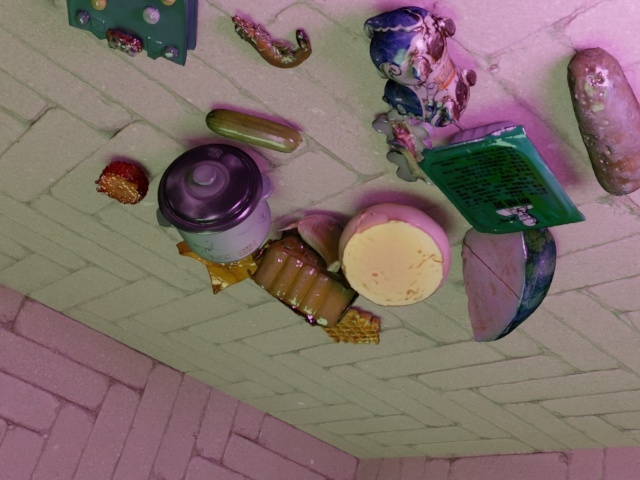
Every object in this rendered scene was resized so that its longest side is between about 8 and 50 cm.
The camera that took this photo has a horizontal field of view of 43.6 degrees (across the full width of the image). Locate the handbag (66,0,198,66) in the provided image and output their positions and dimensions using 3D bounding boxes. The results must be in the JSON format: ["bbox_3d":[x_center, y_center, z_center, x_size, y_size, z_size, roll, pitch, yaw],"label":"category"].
[{"bbox_3d":[-0.378,-0.474,1.595,0.269,0.100,0.274,18,151,-6],"label":"handbag"}]

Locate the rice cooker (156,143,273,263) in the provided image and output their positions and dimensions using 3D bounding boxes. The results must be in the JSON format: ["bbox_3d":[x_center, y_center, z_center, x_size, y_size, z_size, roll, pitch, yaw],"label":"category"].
[{"bbox_3d":[-0.267,-0.095,2.048,0.317,0.264,0.316,-9,152,-5],"label":"rice cooker"}]

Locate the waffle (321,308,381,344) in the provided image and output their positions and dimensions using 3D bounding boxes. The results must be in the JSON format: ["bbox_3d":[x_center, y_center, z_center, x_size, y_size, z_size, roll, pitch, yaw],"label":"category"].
[{"bbox_3d":[0.120,0.302,2.766,0.219,0.057,0.229,-3,147,31],"label":"waffle"}]

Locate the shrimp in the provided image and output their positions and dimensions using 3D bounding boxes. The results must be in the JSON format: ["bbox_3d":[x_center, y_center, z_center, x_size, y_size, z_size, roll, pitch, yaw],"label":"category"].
[{"bbox_3d":[-0.093,-0.411,1.630,0.124,0.034,0.178,-13,142,37],"label":"shrimp"}]

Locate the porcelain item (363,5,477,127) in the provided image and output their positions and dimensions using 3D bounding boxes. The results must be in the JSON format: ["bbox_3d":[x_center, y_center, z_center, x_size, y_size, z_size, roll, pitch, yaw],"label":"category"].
[{"bbox_3d":[0.180,-0.333,1.548,0.186,0.138,0.288,16,162,39],"label":"porcelain item"}]

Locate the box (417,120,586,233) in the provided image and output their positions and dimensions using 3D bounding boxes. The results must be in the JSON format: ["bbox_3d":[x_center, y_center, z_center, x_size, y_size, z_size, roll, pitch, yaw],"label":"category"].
[{"bbox_3d":[0.402,-0.149,1.765,0.264,0.106,0.337,-8,144,38],"label":"box"}]

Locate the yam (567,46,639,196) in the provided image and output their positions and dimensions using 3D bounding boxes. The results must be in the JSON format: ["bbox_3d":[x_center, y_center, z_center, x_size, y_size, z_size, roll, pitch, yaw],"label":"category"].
[{"bbox_3d":[0.552,-0.232,1.530,0.133,0.133,0.330,-6,140,35],"label":"yam"}]

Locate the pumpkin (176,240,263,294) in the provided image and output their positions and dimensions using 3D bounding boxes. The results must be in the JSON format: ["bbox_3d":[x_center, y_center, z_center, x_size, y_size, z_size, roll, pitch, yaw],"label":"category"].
[{"bbox_3d":[-0.280,0.065,2.513,0.290,0.095,0.258,-8,139,32],"label":"pumpkin"}]

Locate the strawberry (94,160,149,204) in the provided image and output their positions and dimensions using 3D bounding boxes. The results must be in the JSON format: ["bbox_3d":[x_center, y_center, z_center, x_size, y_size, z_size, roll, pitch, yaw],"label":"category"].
[{"bbox_3d":[-0.552,-0.166,2.249,0.145,0.086,0.145,11,152,6],"label":"strawberry"}]

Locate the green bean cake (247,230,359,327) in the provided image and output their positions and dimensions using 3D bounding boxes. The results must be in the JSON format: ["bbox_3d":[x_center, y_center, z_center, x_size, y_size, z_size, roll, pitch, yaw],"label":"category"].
[{"bbox_3d":[-0.026,0.090,2.321,0.310,0.202,0.285,33,-171,3],"label":"green bean cake"}]

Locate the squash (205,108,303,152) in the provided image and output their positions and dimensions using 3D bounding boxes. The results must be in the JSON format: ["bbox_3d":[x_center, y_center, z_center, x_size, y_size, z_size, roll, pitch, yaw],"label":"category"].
[{"bbox_3d":[-0.157,-0.260,1.895,0.239,0.069,0.069,16,152,5],"label":"squash"}]

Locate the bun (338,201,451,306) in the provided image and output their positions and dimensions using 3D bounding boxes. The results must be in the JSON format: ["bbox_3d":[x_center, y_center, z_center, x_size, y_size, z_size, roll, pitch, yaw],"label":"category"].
[{"bbox_3d":[0.195,0.020,2.096,0.299,0.164,0.298,6,122,9],"label":"bun"}]

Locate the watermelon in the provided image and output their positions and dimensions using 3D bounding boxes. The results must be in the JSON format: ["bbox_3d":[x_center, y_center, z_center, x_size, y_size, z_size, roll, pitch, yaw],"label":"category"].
[{"bbox_3d":[0.523,0.083,2.087,0.222,0.319,0.292,-9,173,-31],"label":"watermelon"}]

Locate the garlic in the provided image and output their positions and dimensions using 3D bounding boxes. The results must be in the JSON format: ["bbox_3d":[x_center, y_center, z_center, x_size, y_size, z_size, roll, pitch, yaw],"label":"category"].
[{"bbox_3d":[-0.001,-0.012,2.196,0.198,0.128,0.090,39,162,10],"label":"garlic"}]

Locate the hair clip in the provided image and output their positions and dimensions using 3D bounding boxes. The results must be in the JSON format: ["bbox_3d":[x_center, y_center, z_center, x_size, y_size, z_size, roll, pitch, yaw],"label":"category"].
[{"bbox_3d":[0.205,-0.205,1.812,0.146,0.075,0.257,3,156,27],"label":"hair clip"}]
